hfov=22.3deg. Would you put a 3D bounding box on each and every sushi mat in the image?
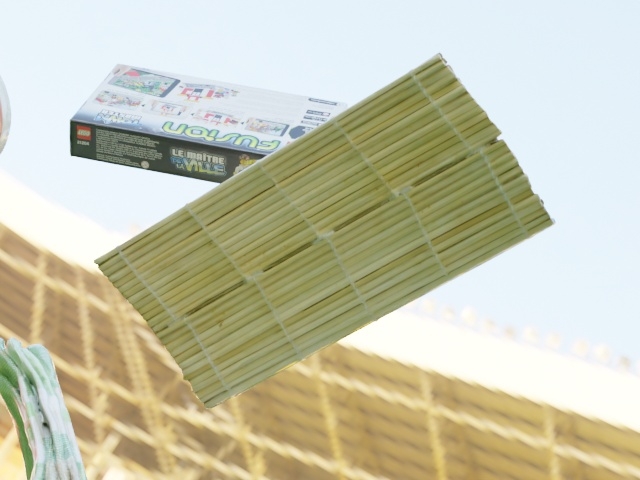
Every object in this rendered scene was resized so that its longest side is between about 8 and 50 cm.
[{"bbox_3d":[0.000,0.000,1.187,0.316,0.019,0.151,-29,-77,19],"label":"sushi mat"}]

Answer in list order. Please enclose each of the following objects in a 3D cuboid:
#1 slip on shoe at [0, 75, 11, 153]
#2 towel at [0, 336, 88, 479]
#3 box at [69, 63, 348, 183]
[{"bbox_3d":[-0.316,-0.156,0.936,0.331,0.101,0.123,47,-59,13],"label":"slip on shoe"},{"bbox_3d":[-0.105,0.220,0.762,0.325,0.038,0.248,-123,-157,-58],"label":"towel"},{"bbox_3d":[-0.091,-0.092,1.341,0.207,0.114,0.036,11,-57,10],"label":"box"}]
